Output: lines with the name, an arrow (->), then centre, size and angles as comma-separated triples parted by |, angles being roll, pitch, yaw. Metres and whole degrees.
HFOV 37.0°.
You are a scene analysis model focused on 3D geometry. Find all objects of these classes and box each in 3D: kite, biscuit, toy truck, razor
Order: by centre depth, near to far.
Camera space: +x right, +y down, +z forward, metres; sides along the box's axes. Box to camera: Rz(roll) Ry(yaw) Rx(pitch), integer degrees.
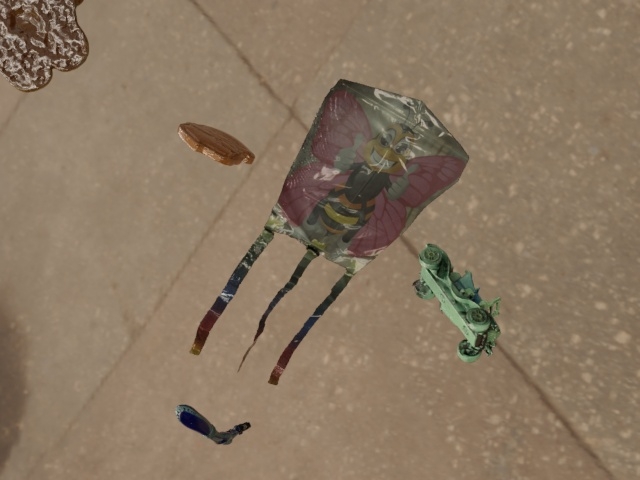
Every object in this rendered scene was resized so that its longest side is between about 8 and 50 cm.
biscuit -> -0.238, -0.190, 0.679 | 0.124, 0.175, 0.026 | -31, 24, -4
kite -> -0.001, -0.002, 1.009 | 0.360, 0.204, 0.022 | -53, 37, 14
razor -> -0.123, 0.213, 1.084 | 0.044, 0.154, 0.028 | -28, 63, 7
toy truck -> 0.183, 0.072, 1.225 | 0.154, 0.078, 0.080 | 56, 157, 37
biscuit -> -0.151, -0.141, 1.385 | 0.102, 0.130, 0.019 | 37, 109, 22
